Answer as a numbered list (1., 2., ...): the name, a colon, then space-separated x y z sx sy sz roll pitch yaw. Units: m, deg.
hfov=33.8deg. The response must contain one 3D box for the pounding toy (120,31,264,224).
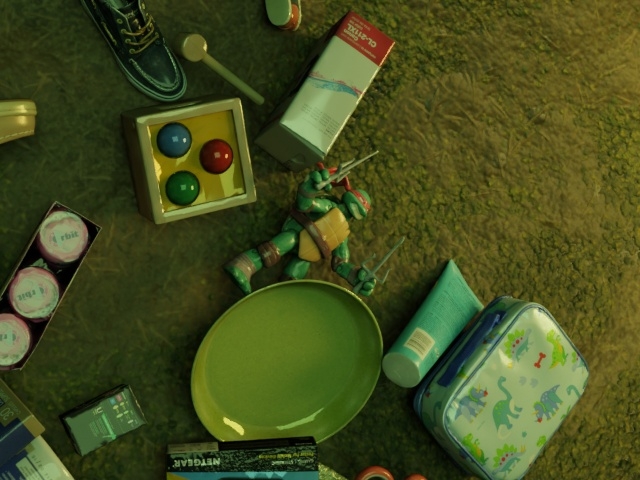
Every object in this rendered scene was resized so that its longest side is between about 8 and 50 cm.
1. pounding toy: -0.136 -0.142 1.246 0.181 0.094 0.206 -14 107 -20

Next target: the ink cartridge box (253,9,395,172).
1. ink cartridge box: 0.002 -0.182 1.309 0.072 0.127 0.175 35 74 -12

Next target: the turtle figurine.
1. turtle figurine: 0.000 0.000 1.296 0.234 0.118 0.175 -39 110 -9

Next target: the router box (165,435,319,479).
1. router box: -0.091 0.305 1.245 0.179 0.046 0.133 -2 95 -7

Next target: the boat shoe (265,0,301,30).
1. boat shoe: -0.049 -0.337 1.353 0.043 0.049 0.137 5 78 -62

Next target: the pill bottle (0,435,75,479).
1. pill bottle: -0.361 0.298 1.142 0.187 0.112 0.112 -37 98 -20

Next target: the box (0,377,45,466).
1. box: -0.420 0.235 1.120 0.225 0.136 0.036 -42 136 -18

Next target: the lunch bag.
1. lunch bag: 0.235 0.190 1.364 0.219 0.090 0.176 -50 116 -16

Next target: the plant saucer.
1. plant saucer: -0.042 0.148 1.267 0.241 0.037 0.241 -9 117 -17

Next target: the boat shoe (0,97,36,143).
1. boat shoe: -0.463 -0.063 1.145 0.341 0.121 0.110 -22 97 -10

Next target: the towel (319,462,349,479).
1. towel: 0.010 0.345 1.316 0.148 0.027 0.110 36 74 -13

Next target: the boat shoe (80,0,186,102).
1. boat shoe: -0.222 -0.248 1.259 0.065 0.083 0.183 -41 99 -18

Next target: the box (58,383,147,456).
1. box: -0.252 0.207 1.216 0.083 0.062 0.052 -27 93 -20

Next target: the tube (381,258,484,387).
1. tube: 0.148 0.107 1.348 0.080 0.052 0.207 58 43 -12

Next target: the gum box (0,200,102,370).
1. gum box: -0.324 0.057 1.181 0.062 0.107 0.188 30 76 -15

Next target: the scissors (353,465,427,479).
1. scissors: 0.037 0.413 1.298 0.109 0.021 0.297 29 87 -20
